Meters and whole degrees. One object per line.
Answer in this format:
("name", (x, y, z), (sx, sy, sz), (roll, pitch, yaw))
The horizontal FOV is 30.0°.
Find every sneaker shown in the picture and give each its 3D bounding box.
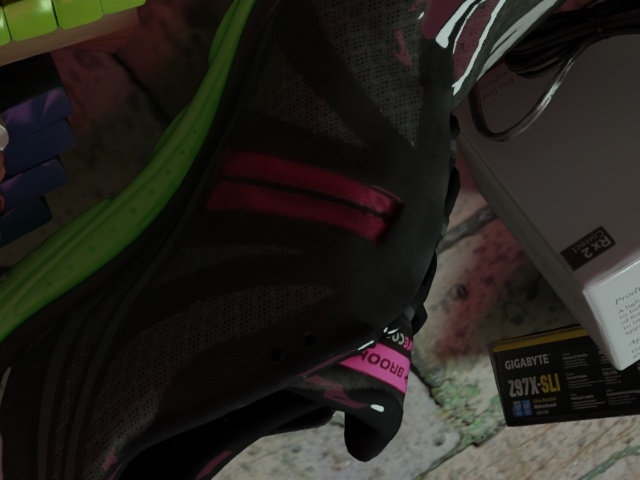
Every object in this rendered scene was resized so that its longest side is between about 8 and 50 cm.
("sneaker", (0.000, 0.000, 0.624), (0.483, 0.202, 0.185), (-51, 157, 4))

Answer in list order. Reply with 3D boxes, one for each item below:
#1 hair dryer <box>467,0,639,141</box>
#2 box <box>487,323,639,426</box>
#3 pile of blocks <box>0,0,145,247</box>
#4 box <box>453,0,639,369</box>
("hair dryer", (0.183, -0.173, 0.635), (0.080, 0.224, 0.293), (-12, 120, -57))
("box", (0.330, 0.073, 0.899), (0.257, 0.079, 0.322), (-5, 172, -33))
("pile of blocks", (-0.155, -0.061, 0.575), (0.149, 0.112, 0.362), (-1, 132, -32))
("box", (0.206, -0.049, 0.764), (0.181, 0.182, 0.119), (-33, 143, 2))
